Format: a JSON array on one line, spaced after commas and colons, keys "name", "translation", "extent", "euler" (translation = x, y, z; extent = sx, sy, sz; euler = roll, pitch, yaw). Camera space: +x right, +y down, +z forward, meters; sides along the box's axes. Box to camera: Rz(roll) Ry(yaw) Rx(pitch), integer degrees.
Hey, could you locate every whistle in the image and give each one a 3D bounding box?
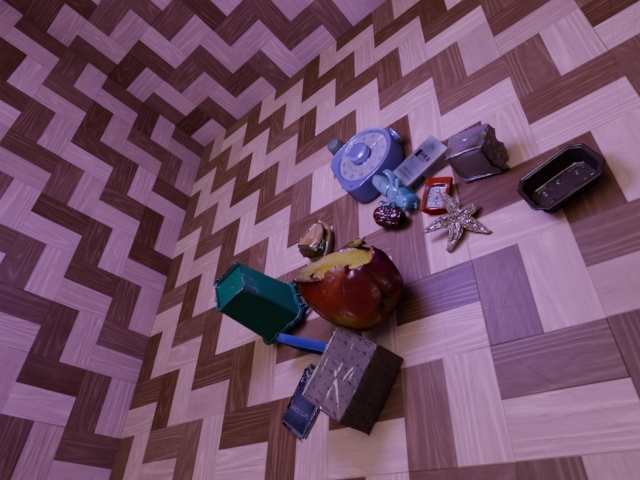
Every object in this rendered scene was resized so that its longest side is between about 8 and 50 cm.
[{"name": "whistle", "translation": [0.332, -0.216, 1.932], "extent": [0.093, 0.186, 0.274], "euler": [-26, 47, -28]}]

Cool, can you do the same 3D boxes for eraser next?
[{"name": "eraser", "translation": [-0.033, 0.443, 1.806], "extent": [0.312, 0.144, 0.042], "euler": [-3, 62, 47]}]

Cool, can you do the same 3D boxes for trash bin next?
[{"name": "trash bin", "translation": [-0.273, 0.276, 2.005], "extent": [0.295, 0.381, 0.259], "euler": [-43, 39, 15]}]

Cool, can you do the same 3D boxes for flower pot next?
[{"name": "flower pot", "translation": [0.802, -0.192, 1.434], "extent": [0.251, 0.084, 0.178], "euler": [-40, 39, 20]}]

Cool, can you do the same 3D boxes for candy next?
[{"name": "candy", "translation": [0.609, -0.338, 1.695], "extent": [0.195, 0.185, 0.137], "euler": [-15, 47, 47]}]

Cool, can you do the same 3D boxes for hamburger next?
[{"name": "hamburger", "translation": [0.000, 0.000, 2.164], "extent": [0.156, 0.135, 0.207], "euler": [2, 48, 31]}]

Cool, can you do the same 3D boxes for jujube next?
[{"name": "jujube", "translation": [0.306, -0.099, 1.904], "extent": [0.166, 0.104, 0.104], "euler": [23, 80, 50]}]

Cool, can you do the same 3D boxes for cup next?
[{"name": "cup", "translation": [0.111, -0.502, 2.402], "extent": [0.120, 0.141, 0.119], "euler": [-26, 45, 30]}]

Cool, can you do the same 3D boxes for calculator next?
[{"name": "calculator", "translation": [-0.056, 0.655, 1.764], "extent": [0.166, 0.028, 0.273], "euler": [17, 77, 49]}]

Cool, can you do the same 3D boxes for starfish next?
[{"name": "starfish", "translation": [0.504, -0.077, 1.673], "extent": [0.231, 0.048, 0.295], "euler": [-44, 53, 10]}]

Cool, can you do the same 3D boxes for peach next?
[{"name": "peach", "translation": [0.095, 0.172, 1.693], "extent": [0.417, 0.339, 0.352], "euler": [27, 126, 31]}]

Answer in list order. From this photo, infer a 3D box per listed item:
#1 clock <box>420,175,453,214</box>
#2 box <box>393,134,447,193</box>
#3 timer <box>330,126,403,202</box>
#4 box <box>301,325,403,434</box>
[{"name": "clock", "translation": [0.487, -0.183, 1.797], "extent": [0.113, 0.061, 0.154], "euler": [1, 66, 39]}, {"name": "box", "translation": [0.461, -0.345, 1.951], "extent": [0.243, 0.067, 0.155], "euler": [-43, 39, 15]}, {"name": "timer", "translation": [0.239, -0.410, 2.161], "extent": [0.395, 0.173, 0.394], "euler": [-30, 42, 31]}, {"name": "box", "translation": [0.114, 0.499, 1.563], "extent": [0.225, 0.190, 0.296], "euler": [14, 73, 50]}]
